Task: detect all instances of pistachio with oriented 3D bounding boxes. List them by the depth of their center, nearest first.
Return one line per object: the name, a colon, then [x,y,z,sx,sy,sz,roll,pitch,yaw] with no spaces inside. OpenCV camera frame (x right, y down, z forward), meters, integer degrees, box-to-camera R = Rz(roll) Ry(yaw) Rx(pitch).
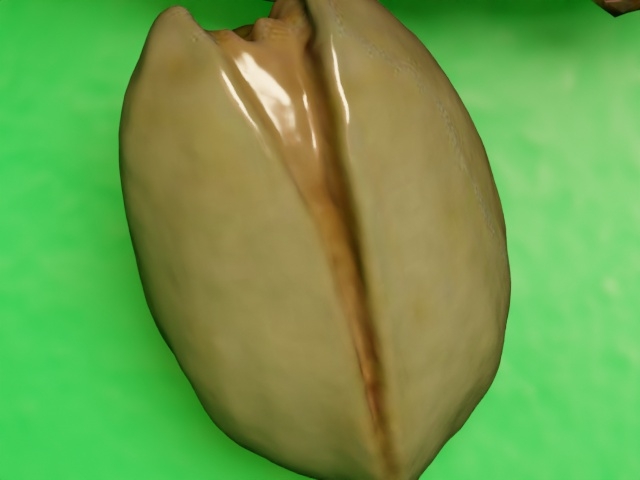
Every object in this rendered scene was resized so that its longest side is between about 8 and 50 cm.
pistachio: [0.000,0.000,0.439,0.124,0.124,0.185,-17,130,5]

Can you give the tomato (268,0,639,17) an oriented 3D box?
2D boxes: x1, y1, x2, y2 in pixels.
tomato: [0.039,-0.208,0.359,0.303,0.303,0.239,5,76,4]
